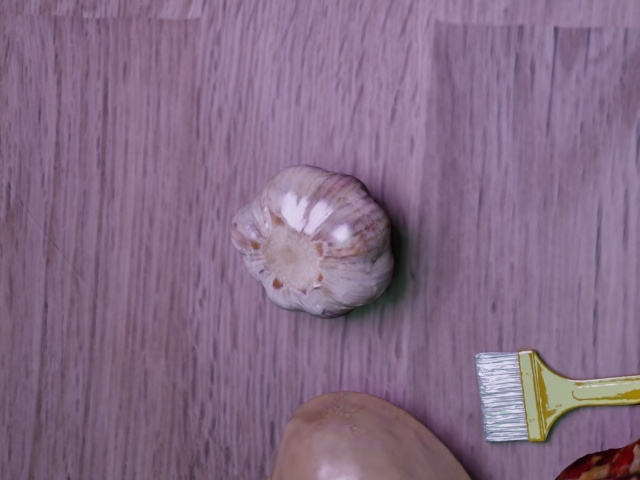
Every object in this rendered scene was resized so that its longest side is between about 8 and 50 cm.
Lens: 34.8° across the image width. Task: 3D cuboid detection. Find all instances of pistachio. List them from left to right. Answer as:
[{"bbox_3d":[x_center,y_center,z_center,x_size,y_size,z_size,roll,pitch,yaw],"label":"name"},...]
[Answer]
[{"bbox_3d":[0.052,0.261,0.907,0.213,0.163,0.260,-7,76,5],"label":"pistachio"}]

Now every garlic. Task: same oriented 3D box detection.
[{"bbox_3d":[0.000,0.000,0.941,0.159,0.102,0.147,-5,105,37],"label":"garlic"}]

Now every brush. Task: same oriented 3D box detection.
[{"bbox_3d":[0.237,0.132,0.886,0.205,0.011,0.083,-7,89,25],"label":"brush"}]

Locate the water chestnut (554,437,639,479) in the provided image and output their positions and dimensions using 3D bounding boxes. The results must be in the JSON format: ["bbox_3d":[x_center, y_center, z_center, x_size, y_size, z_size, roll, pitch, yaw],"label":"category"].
[{"bbox_3d":[0.300,0.247,0.741,0.289,0.244,0.289,3,98,22],"label":"water chestnut"}]
